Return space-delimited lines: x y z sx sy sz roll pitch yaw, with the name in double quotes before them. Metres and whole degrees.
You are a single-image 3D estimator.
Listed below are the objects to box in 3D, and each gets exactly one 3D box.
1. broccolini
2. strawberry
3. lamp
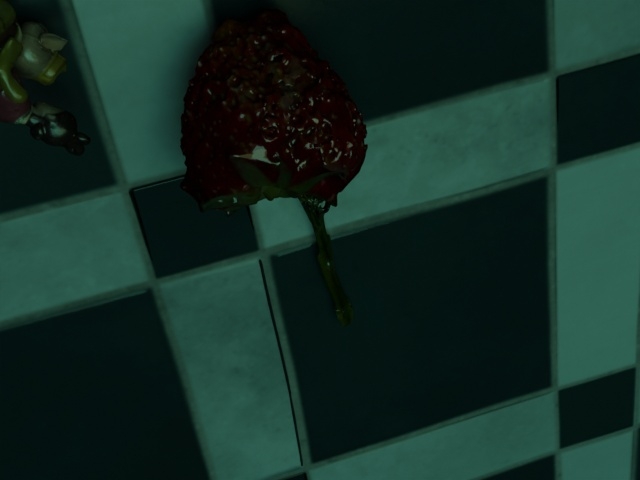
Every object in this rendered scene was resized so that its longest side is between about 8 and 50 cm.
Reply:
"broccolini" 0.004 -0.006 1.165 0.057 0.071 0.254 -53 143 -34
"strawberry" -0.051 -0.125 0.989 0.184 0.187 0.201 -8 89 -50
"lamp" -0.308 -0.174 0.897 0.253 0.118 0.118 25 111 -29
